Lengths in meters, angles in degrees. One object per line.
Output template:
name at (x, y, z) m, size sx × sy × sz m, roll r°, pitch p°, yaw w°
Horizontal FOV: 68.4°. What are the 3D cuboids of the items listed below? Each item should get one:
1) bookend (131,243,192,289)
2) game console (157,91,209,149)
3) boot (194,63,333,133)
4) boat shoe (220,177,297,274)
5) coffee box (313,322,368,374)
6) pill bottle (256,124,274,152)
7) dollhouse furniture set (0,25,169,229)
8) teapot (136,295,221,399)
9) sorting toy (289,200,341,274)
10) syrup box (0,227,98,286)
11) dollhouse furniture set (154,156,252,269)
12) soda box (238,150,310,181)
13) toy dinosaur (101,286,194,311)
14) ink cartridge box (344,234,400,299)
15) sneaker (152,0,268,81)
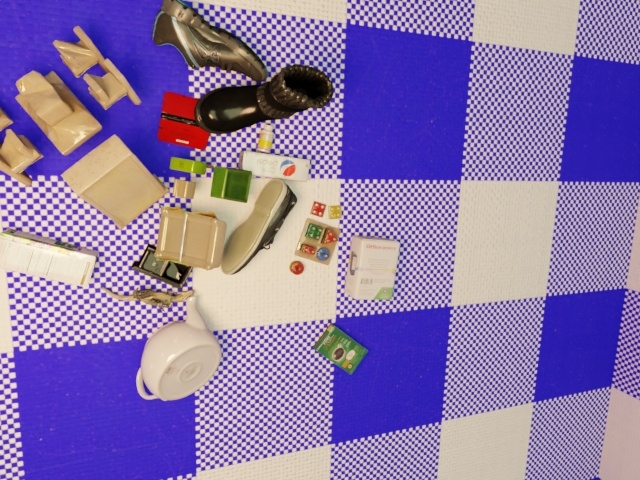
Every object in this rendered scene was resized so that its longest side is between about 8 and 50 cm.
bookend at (-0.456, 0.042, 1.416) m, size 0.156 × 0.072 × 0.157 m, roll 29°, pitch 88°, yaw -23°
game console at (-0.400, -0.353, 1.396) m, size 0.143 × 0.085 × 0.124 m, roll 9°, pitch 128°, yaw -22°
boot at (-0.163, -0.396, 1.324) m, size 0.347 × 0.260 × 0.131 m, roll -22°, pitch 106°, yaw -25°
boat shoe at (-0.186, -0.028, 1.488) m, size 0.113 × 0.127 × 0.340 m, roll 30°, pitch 89°, yaw -49°
coffee box at (0.074, 0.394, 1.707) m, size 0.184 × 0.040 × 0.113 m, roll 38°, pitch 85°, yaw -23°
pill bottle at (-0.171, -0.318, 1.475) m, size 0.043 × 0.043 × 0.083 m, roll 11°, pitch 95°, yaw -23°
dollhouse furniture set at (-0.614, -0.257, 1.224) m, size 0.362 × 0.256 × 0.394 m, roll -41°, pitch 78°, yaw -10°
teapot at (-0.441, 0.342, 1.425) m, size 0.256 × 0.187 × 0.253 m, roll -29°, pitch 139°, yaw -32°
sorting toy at (0.000, 0.000, 1.601) m, size 0.132 × 0.046 × 0.275 m, roll 19°, pitch 92°, yaw -24°
syrup box at (-0.748, 0.048, 1.291) m, size 0.236 × 0.093 × 0.096 m, roll 17°, pitch 93°, yaw -23°
dollhouse furniture set at (-0.343, -0.075, 1.379) m, size 0.197 × 0.151 × 0.302 m, roll 12°, pitch 96°, yaw 16°
soda box at (-0.147, -0.233, 1.487) m, size 0.216 × 0.069 × 0.074 m, roll 4°, pitch 99°, yaw -21°
toy dinosaur at (-0.507, 0.168, 1.395) m, size 0.268 × 0.118 × 0.064 m, roll 8°, pitch 87°, yaw -23°
ink cartridge box at (0.183, 0.095, 1.666) m, size 0.154 × 0.093 × 0.213 m, roll 4°, pitch 100°, yaw -23°
sneaker at (-0.312, -0.546, 1.355) m, size 0.340 × 0.125 × 0.140 m, roll 28°, pitch 110°, yaw -21°
